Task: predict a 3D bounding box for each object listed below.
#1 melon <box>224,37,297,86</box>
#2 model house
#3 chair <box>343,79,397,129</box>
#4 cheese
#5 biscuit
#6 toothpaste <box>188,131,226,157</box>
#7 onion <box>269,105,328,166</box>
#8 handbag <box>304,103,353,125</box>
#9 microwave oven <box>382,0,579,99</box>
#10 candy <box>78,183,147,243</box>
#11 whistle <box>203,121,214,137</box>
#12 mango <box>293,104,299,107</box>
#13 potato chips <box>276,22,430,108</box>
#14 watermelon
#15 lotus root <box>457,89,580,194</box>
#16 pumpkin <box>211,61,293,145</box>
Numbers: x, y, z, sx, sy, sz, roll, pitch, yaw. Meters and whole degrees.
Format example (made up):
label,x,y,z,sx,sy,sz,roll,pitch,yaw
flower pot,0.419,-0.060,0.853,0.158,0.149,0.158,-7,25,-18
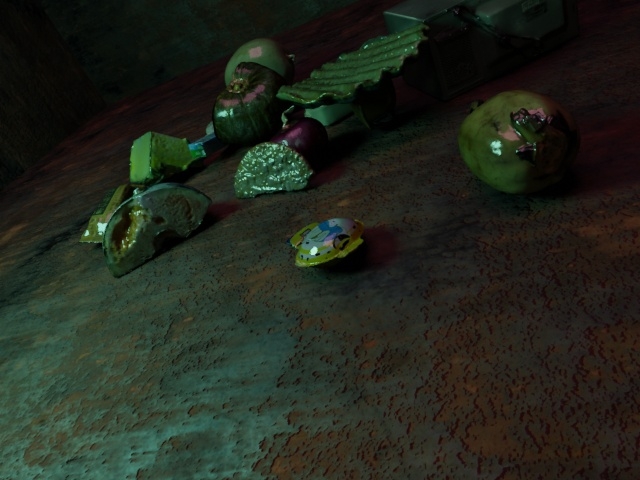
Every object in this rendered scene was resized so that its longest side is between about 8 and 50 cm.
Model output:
label,x,y,z,sx,sy,sz,roll,pitch,yaw
melon,-0.248,-0.698,2.041,0.308,0.271,0.271,-17,31,1
model house,-0.536,-0.265,1.729,0.211,0.170,0.194,3,-10,-42
chair,0.135,-0.413,1.423,0.172,0.158,0.247,-35,31,-9
cheese,0.000,0.000,0.997,0.157,0.064,0.250,-37,20,-19
biscuit,-0.135,-0.192,1.312,0.290,0.141,0.038,-4,20,36
toothpaste,-0.362,-0.358,1.751,0.065,0.050,0.266,-2,26,25
onion,-0.065,-0.267,1.363,0.177,0.153,0.177,-54,16,23
handbag,0.058,-0.474,1.653,0.256,0.079,0.219,-33,28,-14
microwave oven,0.460,-0.632,1.431,0.432,0.236,0.374,-27,31,0
candy,-0.661,-0.079,1.576,0.143,0.101,0.271,-9,41,16
whistle,-0.401,-0.400,1.892,0.126,0.067,0.258,3,46,31
mango,-0.137,-0.534,1.869,0.165,0.089,0.115,-12,36,18
potato chips,0.082,-0.457,1.311,0.358,0.070,0.429,-42,31,-20
watermelon,-0.466,-0.072,1.340,0.322,0.175,0.188,-32,32,-10
lotus root,0.351,-0.198,0.933,0.183,0.182,0.310,-25,28,3
pumpkin,-0.208,-0.451,1.713,0.232,0.242,0.324,17,66,14
